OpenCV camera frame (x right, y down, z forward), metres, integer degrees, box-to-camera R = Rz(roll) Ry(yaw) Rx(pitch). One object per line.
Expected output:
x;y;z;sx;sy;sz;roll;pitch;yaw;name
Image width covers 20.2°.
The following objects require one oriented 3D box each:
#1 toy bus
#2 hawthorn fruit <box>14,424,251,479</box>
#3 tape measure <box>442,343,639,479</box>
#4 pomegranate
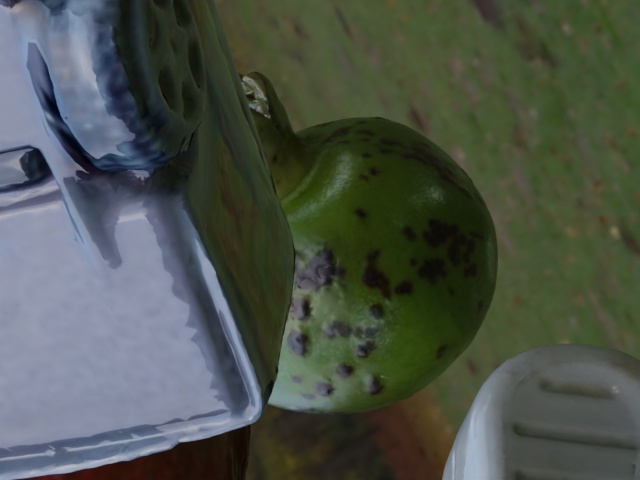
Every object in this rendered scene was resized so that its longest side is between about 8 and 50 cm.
-0.094;-0.114;0.383;0.136;0.109;0.329;-72;-32;-62;toy bus
-0.113;0.089;0.616;0.169;0.188;0.169;24;179;0;hawthorn fruit
0.165;0.189;0.869;0.130;0.265;0.258;106;170;-53;tape measure
0.000;0.000;1.180;0.263;0.211;0.211;49;-176;-27;pomegranate
